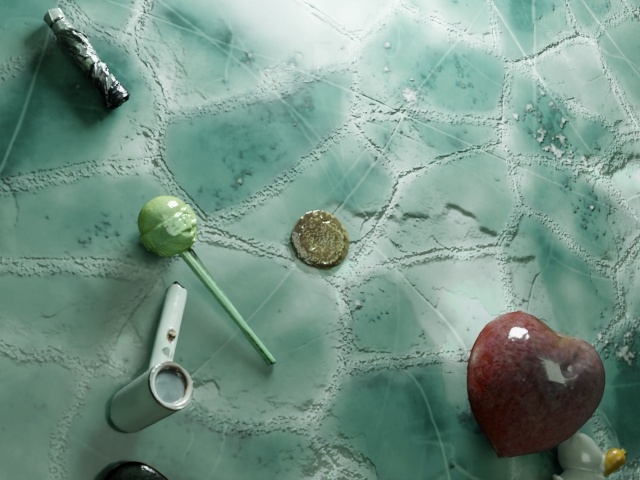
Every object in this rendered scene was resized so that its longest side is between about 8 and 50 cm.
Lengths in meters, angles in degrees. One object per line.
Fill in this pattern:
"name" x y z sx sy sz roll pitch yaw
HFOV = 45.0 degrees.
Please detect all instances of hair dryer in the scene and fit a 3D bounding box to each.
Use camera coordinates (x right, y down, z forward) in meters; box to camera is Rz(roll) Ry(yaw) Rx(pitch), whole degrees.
"hair dryer" -0.247 0.165 1.178 0.073 0.131 0.237 28 47 -31

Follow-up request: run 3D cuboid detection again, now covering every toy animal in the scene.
"toy animal" 0.475 0.386 1.414 0.127 0.131 0.182 37 53 -34

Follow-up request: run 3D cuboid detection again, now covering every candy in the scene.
"candy" -0.175 0.072 1.253 0.092 0.093 0.336 -33 102 16

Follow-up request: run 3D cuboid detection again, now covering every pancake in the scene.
"pancake" 0.001 0.000 1.371 0.114 0.011 0.115 6 74 -22

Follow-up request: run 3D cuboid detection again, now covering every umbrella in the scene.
"umbrella" -0.382 -0.301 1.268 0.188 0.050 0.046 53 42 -2

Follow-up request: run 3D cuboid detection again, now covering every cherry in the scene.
"cherry" 0.367 0.254 1.363 0.239 0.206 0.239 2 103 8

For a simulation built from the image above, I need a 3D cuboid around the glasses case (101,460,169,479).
"glasses case" -0.322 0.458 1.068 0.122 0.082 0.321 38 67 -3
